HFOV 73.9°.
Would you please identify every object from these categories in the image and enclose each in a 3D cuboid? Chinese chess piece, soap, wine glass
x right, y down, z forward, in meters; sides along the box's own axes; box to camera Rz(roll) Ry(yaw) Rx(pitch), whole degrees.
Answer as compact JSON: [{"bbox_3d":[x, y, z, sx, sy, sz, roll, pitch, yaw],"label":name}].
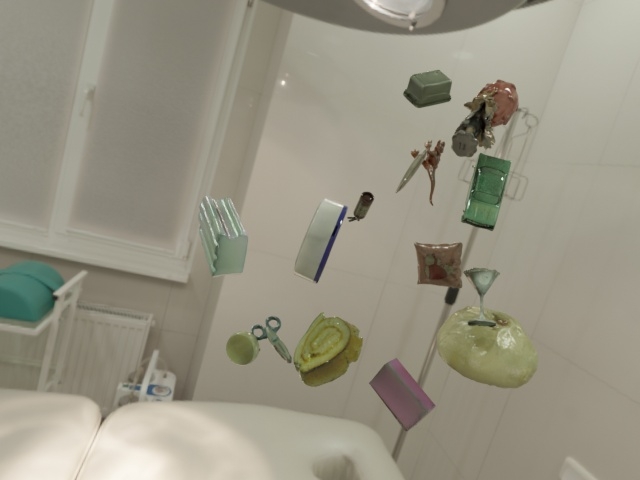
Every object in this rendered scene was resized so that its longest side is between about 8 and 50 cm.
[{"bbox_3d":[-0.329,0.456,1.807,0.144,0.143,0.058,19,6,16],"label":"Chinese chess piece"},{"bbox_3d":[-0.383,-0.030,1.634,0.115,0.208,0.347,0,33,-27],"label":"soap"},{"bbox_3d":[0.540,0.193,1.424,0.122,0.182,0.122,6,-19,2],"label":"wine glass"},{"bbox_3d":[0.346,0.661,1.832,0.081,0.181,0.259,-11,50,-41],"label":"soap"}]

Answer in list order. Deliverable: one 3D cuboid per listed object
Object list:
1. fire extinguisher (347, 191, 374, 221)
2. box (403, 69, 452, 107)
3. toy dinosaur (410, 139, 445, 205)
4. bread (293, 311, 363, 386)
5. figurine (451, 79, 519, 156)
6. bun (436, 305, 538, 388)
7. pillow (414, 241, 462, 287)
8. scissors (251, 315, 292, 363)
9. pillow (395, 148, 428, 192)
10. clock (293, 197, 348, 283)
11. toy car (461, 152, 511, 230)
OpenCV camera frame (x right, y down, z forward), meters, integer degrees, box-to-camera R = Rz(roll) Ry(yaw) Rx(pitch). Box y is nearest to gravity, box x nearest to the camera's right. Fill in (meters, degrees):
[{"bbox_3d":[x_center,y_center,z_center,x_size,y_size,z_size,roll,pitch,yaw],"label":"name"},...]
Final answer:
[{"bbox_3d":[0.203,-0.163,2.217,0.099,0.071,0.231,-7,-26,-17],"label":"fire extinguisher"},{"bbox_3d":[0.425,-0.598,1.665,0.172,0.092,0.124,-18,52,-17],"label":"box"},{"bbox_3d":[0.567,-0.405,2.243,0.097,0.431,0.208,-7,-40,45],"label":"toy dinosaur"},{"bbox_3d":[0.018,0.375,1.462,0.124,0.257,0.186,45,-2,-41],"label":"bread"},{"bbox_3d":[0.574,-0.450,1.461,0.166,0.386,0.207,25,-24,28],"label":"figurine"},{"bbox_3d":[0.622,0.365,1.576,0.365,0.202,0.364,7,24,-3],"label":"bun"},{"bbox_3d":[0.557,0.115,2.012,0.224,0.235,0.084,4,21,26],"label":"pillow"},{"bbox_3d":[-0.190,0.420,1.790,0.138,0.041,0.289,-27,37,-19],"label":"scissors"},{"bbox_3d":[0.411,-0.313,1.920,0.038,0.232,0.130,34,0,0],"label":"pillow"},{"bbox_3d":[0.000,0.000,1.165,0.083,0.230,0.230,23,8,0],"label":"clock"},{"bbox_3d":[0.658,-0.201,1.693,0.142,0.320,0.097,18,-19,9],"label":"toy car"}]
